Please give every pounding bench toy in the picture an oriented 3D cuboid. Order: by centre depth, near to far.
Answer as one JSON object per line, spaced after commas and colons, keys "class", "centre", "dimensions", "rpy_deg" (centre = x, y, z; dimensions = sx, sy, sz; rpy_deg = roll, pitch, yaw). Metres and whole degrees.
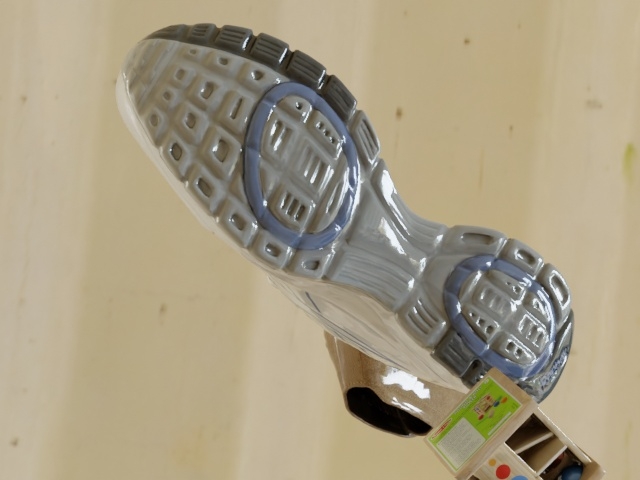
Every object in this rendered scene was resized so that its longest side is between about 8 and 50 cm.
{"class": "pounding bench toy", "centre": [0.086, 0.119, 0.689], "dimensions": [0.083, 0.052, 0.065], "rpy_deg": [-45, -72, -1]}

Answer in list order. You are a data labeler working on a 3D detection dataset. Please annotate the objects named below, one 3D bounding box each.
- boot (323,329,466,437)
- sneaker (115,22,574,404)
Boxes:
{"class": "boot", "centre": [0.096, 0.127, 1.216], "dimensions": [0.112, 0.115, 0.305], "rpy_deg": [-20, -28, 28]}
{"class": "sneaker", "centre": [0.000, 0.000, 0.774], "dimensions": [0.297, 0.111, 0.129], "rpy_deg": [41, -24, -19]}
